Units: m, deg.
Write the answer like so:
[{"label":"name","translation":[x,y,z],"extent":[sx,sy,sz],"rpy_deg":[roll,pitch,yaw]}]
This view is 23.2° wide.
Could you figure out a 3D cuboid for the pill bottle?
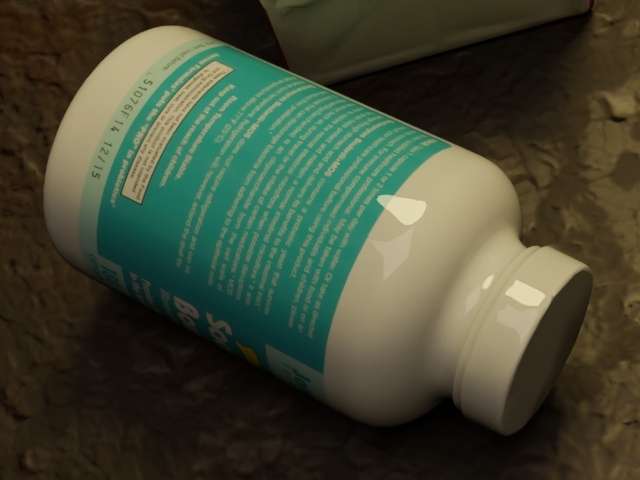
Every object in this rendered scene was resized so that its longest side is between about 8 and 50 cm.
[{"label":"pill bottle","translation":[0.000,0.000,0.794],"extent":[0.264,0.146,0.146],"rpy_deg":[26,74,23]}]

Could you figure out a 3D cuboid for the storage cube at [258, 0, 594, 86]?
[{"label":"storage cube","translation":[0.037,-0.228,0.872],"extent":[0.215,0.183,0.193],"rpy_deg":[-14,63,6]}]
